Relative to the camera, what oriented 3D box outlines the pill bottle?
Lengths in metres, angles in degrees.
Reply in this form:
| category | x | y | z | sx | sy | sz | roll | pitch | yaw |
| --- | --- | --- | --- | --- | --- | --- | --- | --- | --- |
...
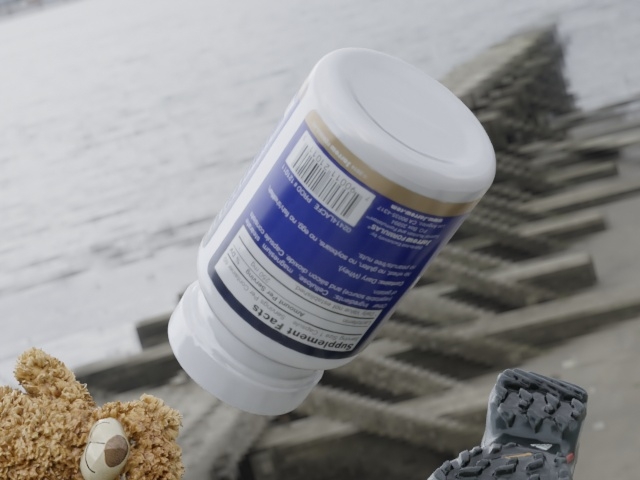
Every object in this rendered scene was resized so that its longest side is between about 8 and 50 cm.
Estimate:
| category | x | y | z | sx | sy | sz | roll | pitch | yaw |
| --- | --- | --- | --- | --- | --- | --- | --- | --- | --- |
| pill bottle | 0.000 | 0.000 | 1.222 | 0.264 | 0.153 | 0.153 | -54 | -12 | 30 |

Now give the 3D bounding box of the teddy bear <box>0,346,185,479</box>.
| category | x | y | z | sx | sy | sz | roll | pitch | yaw |
| --- | --- | --- | --- | --- | --- | --- | --- | --- | --- |
| teddy bear | -0.320 | 0.224 | 1.774 | 0.338 | 0.113 | 0.245 | 20 | 50 | 21 |

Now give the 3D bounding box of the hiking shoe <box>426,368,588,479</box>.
| category | x | y | z | sx | sy | sz | roll | pitch | yaw |
| --- | --- | --- | --- | --- | --- | --- | --- | --- | --- |
| hiking shoe | 0.154 | 0.226 | 1.336 | 0.113 | 0.132 | 0.304 | 13 | 27 | 21 |
